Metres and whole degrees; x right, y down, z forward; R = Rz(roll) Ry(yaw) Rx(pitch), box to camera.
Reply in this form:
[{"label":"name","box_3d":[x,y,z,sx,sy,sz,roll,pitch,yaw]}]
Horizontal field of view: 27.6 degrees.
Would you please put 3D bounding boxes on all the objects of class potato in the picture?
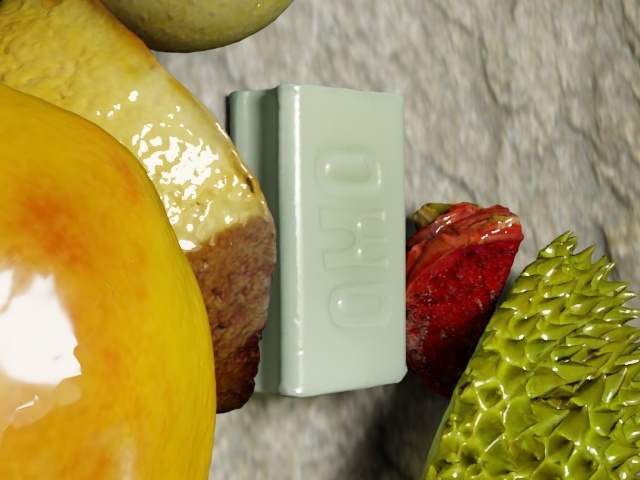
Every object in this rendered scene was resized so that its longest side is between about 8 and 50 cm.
[{"label":"potato","box_3d":[-0.067,-0.183,0.737,0.194,0.157,0.157,-43,125,-72]}]

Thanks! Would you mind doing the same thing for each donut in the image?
[{"label":"donut","box_3d":[-0.105,0.015,0.687,0.112,0.151,0.295,-37,124,-30]}]

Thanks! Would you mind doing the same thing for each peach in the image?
[{"label":"peach","box_3d":[-0.194,0.088,0.507,0.289,0.289,0.308,55,47,-32]}]

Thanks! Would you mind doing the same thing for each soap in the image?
[{"label":"soap","box_3d":[0.000,0.000,0.870,0.119,0.066,0.198,-2,92,-46]}]

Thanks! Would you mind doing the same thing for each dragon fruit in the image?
[{"label":"dragon fruit","box_3d":[0.082,0.027,0.953,0.106,0.083,0.162,-97,-166,-53]}]

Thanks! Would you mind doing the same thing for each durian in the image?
[{"label":"durian","box_3d":[0.149,0.108,0.938,0.157,0.169,0.355,55,34,-1]}]

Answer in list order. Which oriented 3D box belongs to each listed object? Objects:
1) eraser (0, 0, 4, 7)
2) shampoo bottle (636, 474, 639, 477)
[{"label":"eraser","box_3d":[-0.196,-0.129,0.682,0.085,0.027,0.063,-54,126,-33]},{"label":"shampoo bottle","box_3d":[0.293,0.349,1.183,0.127,0.078,0.257,-16,104,-47]}]
